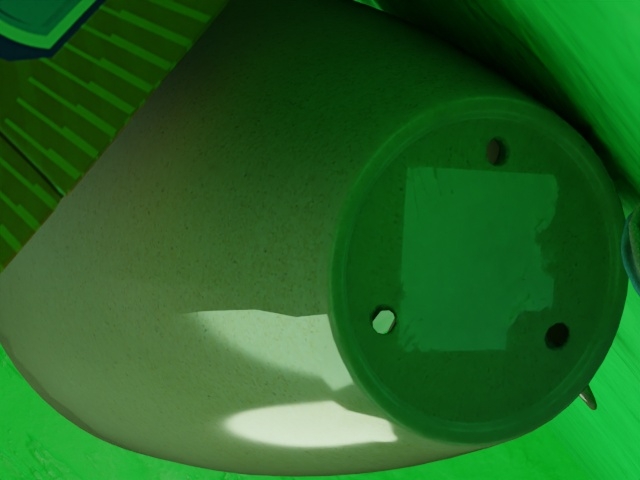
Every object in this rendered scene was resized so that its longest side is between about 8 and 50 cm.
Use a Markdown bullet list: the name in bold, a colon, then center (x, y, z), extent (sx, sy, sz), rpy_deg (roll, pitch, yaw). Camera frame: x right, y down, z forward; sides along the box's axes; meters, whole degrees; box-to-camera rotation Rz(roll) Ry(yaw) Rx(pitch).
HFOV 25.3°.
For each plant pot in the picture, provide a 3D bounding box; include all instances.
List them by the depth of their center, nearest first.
- **plant pot**: center (0.000, 0.000, 0.628), extent (0.256, 0.256, 0.274), rpy_deg (51, 164, -20)

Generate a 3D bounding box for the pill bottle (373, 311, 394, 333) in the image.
- **pill bottle**: center (-0.009, -0.056, 1.184), extent (0.264, 0.153, 0.153), rpy_deg (50, 180, 20)

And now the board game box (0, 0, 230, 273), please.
- **board game box**: center (-0.288, -0.165, 0.512), extent (0.356, 0.356, 0.356), rpy_deg (23, 160, 44)

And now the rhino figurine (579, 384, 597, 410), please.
- **rhino figurine**: center (0.103, 0.018, 0.937), extent (0.243, 0.073, 0.106), rpy_deg (49, 176, 25)

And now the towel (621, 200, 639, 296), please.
- **towel**: center (0.229, 0.145, 0.496), extent (0.271, 0.040, 0.370), rpy_deg (52, -177, 35)
